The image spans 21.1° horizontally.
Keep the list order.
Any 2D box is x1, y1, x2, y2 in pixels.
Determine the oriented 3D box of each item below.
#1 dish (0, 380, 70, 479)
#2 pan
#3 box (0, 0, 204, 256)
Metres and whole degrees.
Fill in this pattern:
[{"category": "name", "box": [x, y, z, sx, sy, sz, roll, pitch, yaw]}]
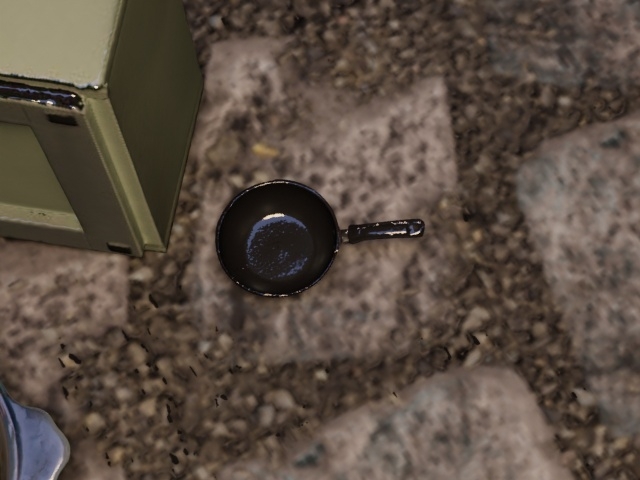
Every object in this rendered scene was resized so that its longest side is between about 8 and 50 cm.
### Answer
[{"category": "dish", "box": [-0.252, 0.141, 0.879, 0.236, 0.086, 0.227, 15, 73, 8]}, {"category": "pan", "box": [0.000, 0.000, 0.947, 0.115, 0.023, 0.068, -3, 70, 5]}, {"category": "box", "box": [-0.191, -0.090, 0.882, 0.225, 0.225, 0.117, 9, 72, 6]}]
